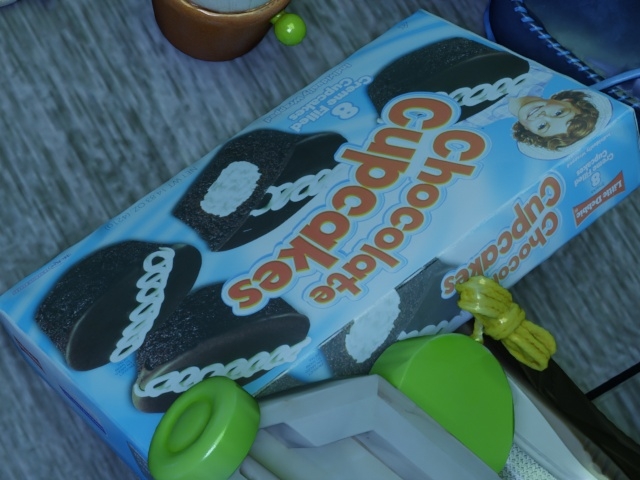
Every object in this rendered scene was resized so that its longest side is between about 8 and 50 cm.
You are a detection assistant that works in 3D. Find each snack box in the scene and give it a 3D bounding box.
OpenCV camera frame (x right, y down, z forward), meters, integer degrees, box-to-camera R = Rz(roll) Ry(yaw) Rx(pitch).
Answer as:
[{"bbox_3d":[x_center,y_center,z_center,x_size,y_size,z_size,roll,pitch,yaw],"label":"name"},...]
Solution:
[{"bbox_3d":[0.000,0.000,0.855,0.322,0.060,0.187,-36,42,-19],"label":"snack box"}]

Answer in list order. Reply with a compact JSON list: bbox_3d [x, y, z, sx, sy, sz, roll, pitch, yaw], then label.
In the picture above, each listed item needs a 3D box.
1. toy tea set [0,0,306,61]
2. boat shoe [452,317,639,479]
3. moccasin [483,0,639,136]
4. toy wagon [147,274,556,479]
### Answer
[{"bbox_3d":[-0.140,-0.231,0.921,0.336,0.124,0.200,12,71,-7],"label":"toy tea set"},{"bbox_3d":[0.144,0.161,0.872,0.302,0.109,0.098,46,107,-2],"label":"boat shoe"},{"bbox_3d":[0.271,-0.098,0.958,0.342,0.117,0.137,25,70,-1],"label":"moccasin"},{"bbox_3d":[0.019,0.173,0.727,0.267,0.068,0.344,42,59,-27],"label":"toy wagon"}]
